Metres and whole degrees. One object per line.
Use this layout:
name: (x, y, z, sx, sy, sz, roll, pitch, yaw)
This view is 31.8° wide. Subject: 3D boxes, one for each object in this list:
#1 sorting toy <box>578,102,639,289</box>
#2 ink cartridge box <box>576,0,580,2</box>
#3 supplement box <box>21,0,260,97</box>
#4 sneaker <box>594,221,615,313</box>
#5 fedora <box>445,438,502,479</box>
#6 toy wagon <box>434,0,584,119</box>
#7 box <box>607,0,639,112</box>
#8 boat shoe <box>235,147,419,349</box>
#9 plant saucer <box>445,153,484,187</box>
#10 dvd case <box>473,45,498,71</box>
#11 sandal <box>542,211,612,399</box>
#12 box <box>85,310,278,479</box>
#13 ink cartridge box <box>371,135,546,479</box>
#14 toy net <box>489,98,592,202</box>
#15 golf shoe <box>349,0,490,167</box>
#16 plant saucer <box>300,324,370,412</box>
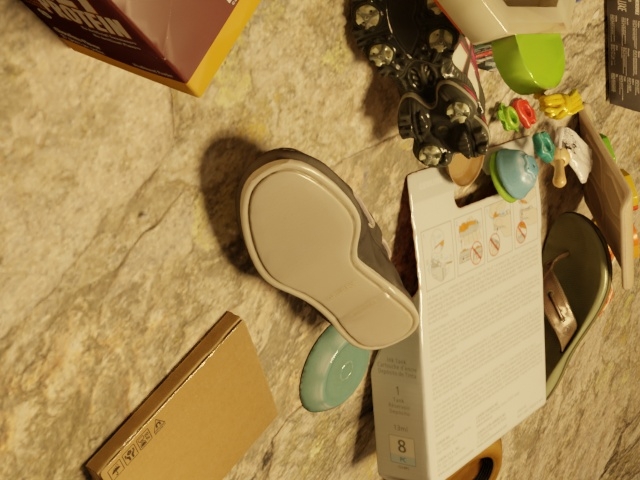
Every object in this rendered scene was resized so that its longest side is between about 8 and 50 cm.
sorting toy: (0.409, -0.064, 1.581, 0.193, 0.038, 0.208, 72, 6, -48)
ink cartridge box: (0.318, -0.328, 1.251, 0.311, 0.186, 0.065, -40, 106, -37)
supplement box: (-0.120, -0.231, 0.709, 0.191, 0.129, 0.194, -60, 148, -10)
sneaker: (0.438, 0.044, 1.803, 0.067, 0.064, 0.175, -1, 106, -35)
fedora: (0.164, 0.328, 1.539, 0.194, 0.079, 0.194, -30, 140, -29)
toy wagon: (0.160, -0.273, 1.013, 0.267, 0.068, 0.344, -13, 92, -48)
box: (0.490, -0.368, 1.576, 0.242, 0.077, 0.307, -48, 144, -27)
boat shoe: (0.000, 0.000, 1.097, 0.112, 0.095, 0.335, -29, 142, 8)
plant saucer: (0.166, -0.104, 1.316, 0.083, 0.015, 0.083, -18, 113, -49)
dvd case: (0.203, -0.210, 1.252, 0.119, 0.087, 0.013, 2, 78, -55)
sandal: (0.326, 0.106, 1.616, 0.086, 0.120, 0.302, 12, 100, -44)
box: (-0.124, 0.190, 1.080, 0.201, 0.021, 0.164, -48, 144, -28)
ink cartridge box: (0.176, 0.078, 1.431, 0.308, 0.091, 0.384, -20, 109, -49)
toy net: (0.282, -0.119, 1.452, 0.232, 0.045, 0.122, -10, 80, -54)
golf shoe: (0.099, -0.202, 1.111, 0.120, 0.105, 0.272, -79, 156, -47)
plant saucer: (0.022, 0.144, 1.269, 0.119, 0.021, 0.119, -34, 135, -41)
